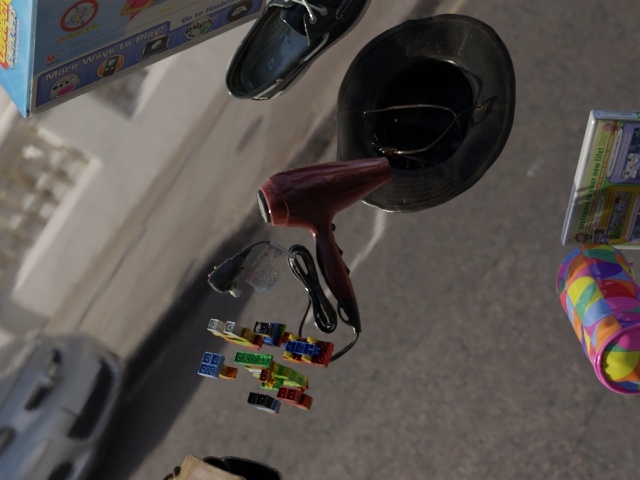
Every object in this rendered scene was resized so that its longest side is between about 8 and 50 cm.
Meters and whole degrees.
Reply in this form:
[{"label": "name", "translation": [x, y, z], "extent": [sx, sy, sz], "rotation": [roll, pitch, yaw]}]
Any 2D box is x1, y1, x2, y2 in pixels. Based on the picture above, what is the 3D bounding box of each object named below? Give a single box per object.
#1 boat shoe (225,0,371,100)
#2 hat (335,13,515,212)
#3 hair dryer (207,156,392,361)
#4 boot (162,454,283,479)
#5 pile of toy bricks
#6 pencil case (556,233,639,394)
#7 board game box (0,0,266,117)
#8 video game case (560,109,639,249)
[{"label": "boat shoe", "translation": [-0.027, -0.311, 1.908], "extent": [0.302, 0.114, 0.091], "rotation": [-54, -15, 28]}, {"label": "hat", "translation": [0.178, -0.176, 2.036], "extent": [0.331, 0.134, 0.331], "rotation": [-14, 63, 28]}, {"label": "hair dryer", "translation": [0.000, 0.000, 1.849], "extent": [0.293, 0.223, 0.080], "rotation": [-57, 13, -4]}, {"label": "boot", "translation": [-0.105, 0.239, 1.181], "extent": [0.305, 0.112, 0.115], "rotation": [-4, 90, 58]}, {"label": "pile of toy bricks", "translation": [-0.058, 0.175, 1.781], "extent": [0.212, 0.105, 0.118], "rotation": [6, 71, 41]}, {"label": "pencil case", "translation": [0.348, 0.086, 1.578], "extent": [0.104, 0.104, 0.236], "rotation": [-53, 16, 21]}, {"label": "board game box", "translation": [-0.174, -0.294, 1.316], "extent": [0.308, 0.086, 0.302], "rotation": [-28, -21, -28]}, {"label": "video game case", "translation": [0.417, -0.072, 1.683], "extent": [0.023, 0.193, 0.212], "rotation": [-91, 4, -48]}]
